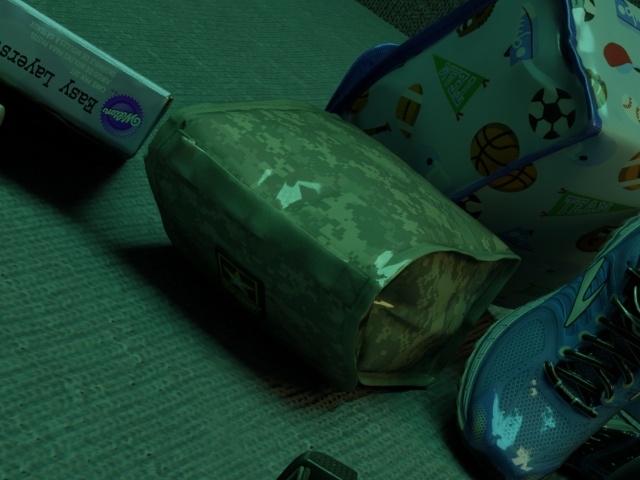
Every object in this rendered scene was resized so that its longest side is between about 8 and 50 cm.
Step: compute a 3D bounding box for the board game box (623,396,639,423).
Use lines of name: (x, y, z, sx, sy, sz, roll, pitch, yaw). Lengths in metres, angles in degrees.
board game box: (0.453, 0.200, 1.449, 0.308, 0.086, 0.302, 20, 13, -37)

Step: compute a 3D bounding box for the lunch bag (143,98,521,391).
lunch bag: (0.000, 0.000, 1.317, 0.235, 0.169, 0.287, 39, 12, 22)

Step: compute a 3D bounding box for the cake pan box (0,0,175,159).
cake pan box: (-0.250, -0.158, 1.366, 0.246, 0.070, 0.267, 33, -2, -9)

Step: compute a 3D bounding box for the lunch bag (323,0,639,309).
lunch bag: (0.195, -0.076, 1.583, 0.328, 0.385, 0.238, 20, 52, -39)

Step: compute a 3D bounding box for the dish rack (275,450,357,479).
dish rack: (0.043, 0.229, 0.887, 0.208, 0.074, 0.271, 31, 17, -3)

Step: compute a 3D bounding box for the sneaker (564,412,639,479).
sneaker: (0.218, 0.165, 1.440, 0.211, 0.080, 0.081, 38, 5, -14)

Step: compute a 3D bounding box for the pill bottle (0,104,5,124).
pill bottle: (-0.310, -0.118, 1.250, 0.120, 0.067, 0.067, 35, 15, 6)

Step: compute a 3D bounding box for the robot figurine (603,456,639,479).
robot figurine: (0.286, 0.245, 1.135, 0.278, 0.173, 0.209, 17, 39, -45)

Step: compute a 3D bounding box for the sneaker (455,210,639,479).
sneaker: (0.243, 0.074, 1.334, 0.130, 0.330, 0.147, 46, -22, -3)
